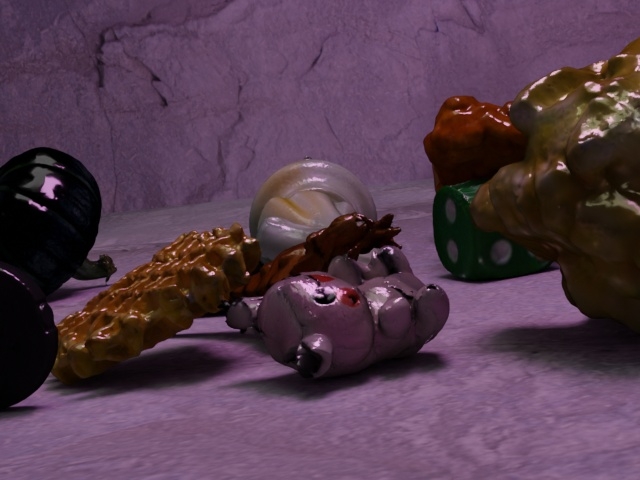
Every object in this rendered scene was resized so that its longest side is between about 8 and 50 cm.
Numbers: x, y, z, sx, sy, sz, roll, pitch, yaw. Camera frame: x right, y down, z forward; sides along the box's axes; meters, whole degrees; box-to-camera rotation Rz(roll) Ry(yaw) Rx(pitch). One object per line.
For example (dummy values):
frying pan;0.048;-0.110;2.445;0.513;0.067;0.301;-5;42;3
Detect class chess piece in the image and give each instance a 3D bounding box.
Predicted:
chess piece;0.000;0.000;1.704;0.175;0.176;0.298;-8;13;-5

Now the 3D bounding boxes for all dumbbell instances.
dumbbell;-0.326;0.097;1.191;0.143;0.143;0.325;-6;6;13

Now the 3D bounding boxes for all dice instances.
dice;0.222;-0.017;1.721;0.128;0.120;0.131;-8;8;-21

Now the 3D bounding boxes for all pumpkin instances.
pumpkin;-0.420;-0.004;2.090;0.248;0.248;0.248;-7;6;1

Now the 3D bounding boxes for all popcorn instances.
popcorn;0.304;-0.056;1.216;0.274;0.279;0.335;35;3;-29

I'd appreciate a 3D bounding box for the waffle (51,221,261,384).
waffle;-0.165;0.065;1.355;0.229;0.057;0.219;-38;13;-25

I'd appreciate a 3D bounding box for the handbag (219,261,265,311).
handbag;-0.110;0.058;1.729;0.115;0.072;0.139;-5;-7;19

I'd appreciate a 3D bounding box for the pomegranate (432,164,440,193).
pomegranate;0.265;-0.106;2.126;0.207;0.207;0.207;-7;6;1

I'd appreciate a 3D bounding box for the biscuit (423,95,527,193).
biscuit;0.311;-0.096;1.841;0.312;0.111;0.318;-4;-33;24

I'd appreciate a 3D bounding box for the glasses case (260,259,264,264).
glasses case;-0.012;-0.009;2.126;0.184;0.078;0.039;-11;7;-26

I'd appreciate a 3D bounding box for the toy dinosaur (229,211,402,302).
toy dinosaur;-0.016;0.049;1.467;0.208;0.097;0.432;-9;-14;-30

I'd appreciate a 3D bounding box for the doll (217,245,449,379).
doll;0.022;0.069;1.234;0.192;0.095;0.149;-9;27;-26
